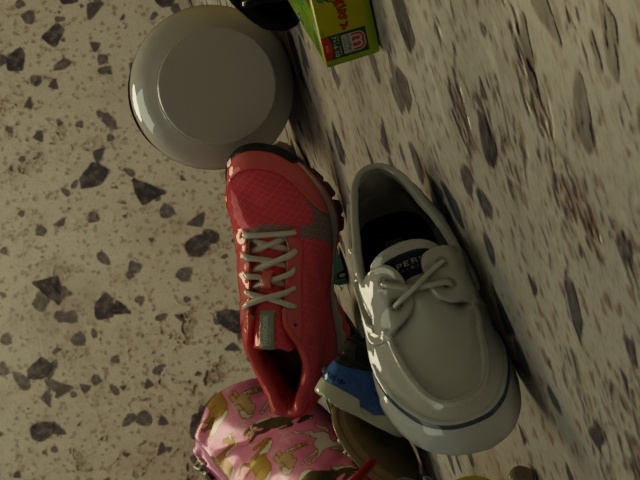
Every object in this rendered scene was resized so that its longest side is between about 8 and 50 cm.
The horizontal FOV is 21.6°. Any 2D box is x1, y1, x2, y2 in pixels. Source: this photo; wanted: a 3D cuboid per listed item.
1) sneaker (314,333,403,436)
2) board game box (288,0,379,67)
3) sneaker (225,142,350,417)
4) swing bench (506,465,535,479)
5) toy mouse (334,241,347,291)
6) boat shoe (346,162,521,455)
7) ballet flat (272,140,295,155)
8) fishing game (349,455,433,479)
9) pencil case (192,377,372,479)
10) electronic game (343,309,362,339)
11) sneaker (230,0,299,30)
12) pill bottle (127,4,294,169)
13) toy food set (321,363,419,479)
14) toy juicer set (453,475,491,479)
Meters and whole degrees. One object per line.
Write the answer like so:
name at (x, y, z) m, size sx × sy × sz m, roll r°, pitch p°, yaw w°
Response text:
sneaker at (0.063, 0.145, 1.722) m, size 0.058 × 0.084 × 0.152 m, roll 31°, pitch 180°, yaw 45°
board game box at (-0.007, -0.215, 1.271) m, size 0.181 × 0.043 × 0.092 m, roll -116°, pitch 10°, yaw -55°
sneaker at (-0.036, 0.050, 1.773) m, size 0.136 × 0.116 × 0.313 m, roll -63°, pitch -35°, yaw -56°
swing bench at (0.121, 0.344, 1.148) m, size 0.253 × 0.165 × 0.254 m, roll -114°, pitch 8°, yaw -46°
toy mouse at (0.000, 0.000, 1.965) m, size 0.143 × 0.031 × 0.161 m, roll -136°, pitch 29°, yaw -79°
boat shoe at (0.062, 0.040, 1.131) m, size 0.258 × 0.095 × 0.084 m, roll -117°, pitch 6°, yaw -53°
ballet flat at (-0.052, -0.089, 2.087) m, size 0.232 × 0.080 × 0.073 m, roll -126°, pitch 49°, yaw -75°
fishing game at (0.047, 0.286, 1.453) m, size 0.041 × 0.189 × 0.264 m, roll 39°, pitch 173°, yaw 32°
pencil case at (-0.016, 0.289, 1.915) m, size 0.160 × 0.167 × 0.386 m, roll 33°, pitch -179°, yaw -28°
electronic game at (0.045, 0.172, 1.973) m, size 0.229 × 0.048 × 0.229 m, roll 61°, pitch 169°, yaw 21°
sneaker at (-0.062, -0.277, 1.421) m, size 0.130 × 0.087 × 0.227 m, roll -122°, pitch 12°, yaw -62°
pill bottle at (-0.127, -0.172, 1.899) m, size 0.323 × 0.181 × 0.181 m, roll -146°, pitch 39°, yaw -82°
toy food set at (0.056, 0.224, 1.767) m, size 0.132 × 0.038 × 0.192 m, roll 27°, pitch -152°, yaw -39°
toy juicer set at (0.076, 0.345, 1.373) m, size 0.089 × 0.209 × 0.329 m, roll -101°, pitch -2°, yaw -53°
